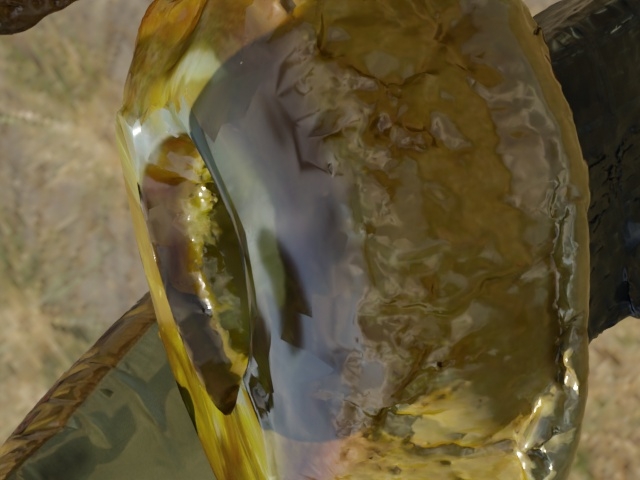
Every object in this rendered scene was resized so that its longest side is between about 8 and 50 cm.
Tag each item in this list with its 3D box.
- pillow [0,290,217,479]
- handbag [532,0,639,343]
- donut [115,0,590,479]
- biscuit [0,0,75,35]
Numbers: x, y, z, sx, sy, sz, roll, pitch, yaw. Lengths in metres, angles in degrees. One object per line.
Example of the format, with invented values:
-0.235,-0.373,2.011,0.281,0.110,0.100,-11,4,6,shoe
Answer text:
-0.119,0.173,1.150,0.119,0.310,0.312,22,130,19,pillow
0.182,-0.058,1.039,0.088,0.270,0.175,4,121,63,handbag
0.000,0.000,0.868,0.330,0.160,0.330,173,90,-74,donut
-0.092,-0.221,1.090,0.183,0.319,0.047,48,-170,-41,biscuit
